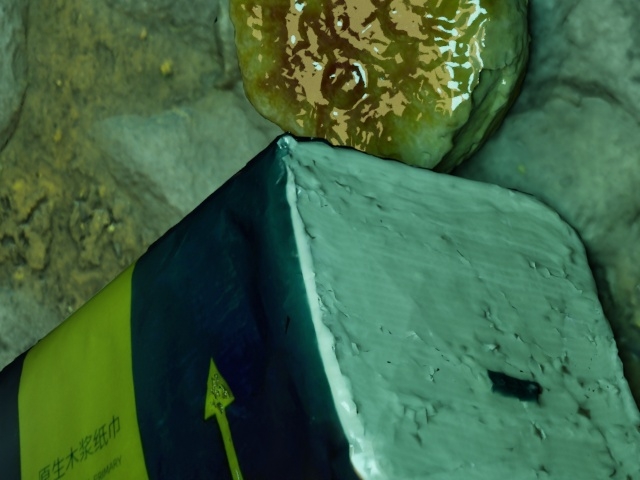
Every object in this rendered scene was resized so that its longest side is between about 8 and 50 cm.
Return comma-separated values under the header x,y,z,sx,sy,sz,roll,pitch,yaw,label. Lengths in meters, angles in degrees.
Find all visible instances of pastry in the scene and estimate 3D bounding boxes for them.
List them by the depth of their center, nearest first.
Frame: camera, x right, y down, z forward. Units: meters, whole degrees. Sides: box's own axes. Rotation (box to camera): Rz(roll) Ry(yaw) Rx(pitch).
x,y,z,sx,sy,sz,roll,pitch,yaw,label
0.038,-0.136,0.921,0.192,0.093,0.182,35,118,18,pastry

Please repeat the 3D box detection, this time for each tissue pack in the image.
x,y,z,sx,sy,sz,roll,pitch,yaw,label
-0.038,0.150,0.913,0.416,0.264,0.253,-39,52,36,tissue pack
